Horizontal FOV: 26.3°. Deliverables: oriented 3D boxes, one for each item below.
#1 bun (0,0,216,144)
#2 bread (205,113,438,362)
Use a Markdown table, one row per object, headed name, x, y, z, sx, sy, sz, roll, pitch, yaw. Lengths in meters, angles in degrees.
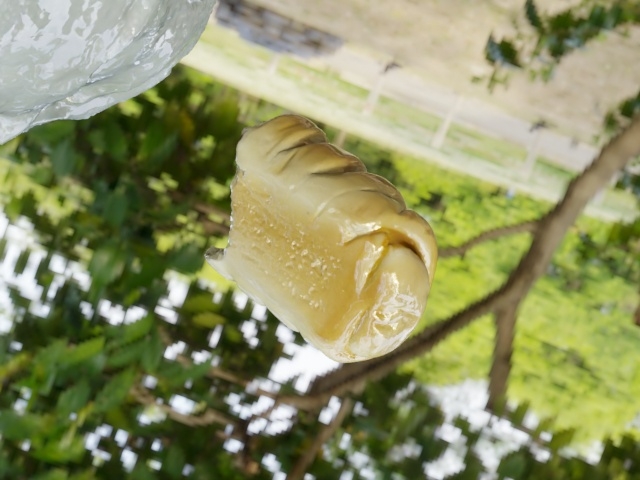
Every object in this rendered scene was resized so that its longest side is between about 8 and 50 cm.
| name | x | y | z | sx | sy | sz | roll | pitch | yaw |
| --- | --- | --- | --- | --- | --- | --- | --- | --- | --- |
| bun | -0.242 | -0.169 | 0.952 | 0.354 | 0.194 | 0.354 | -4 | -164 | 1 |
| bread | 0.000 | 0.000 | 0.867 | 0.177 | 0.119 | 0.084 | 40 | -150 | 28 |
